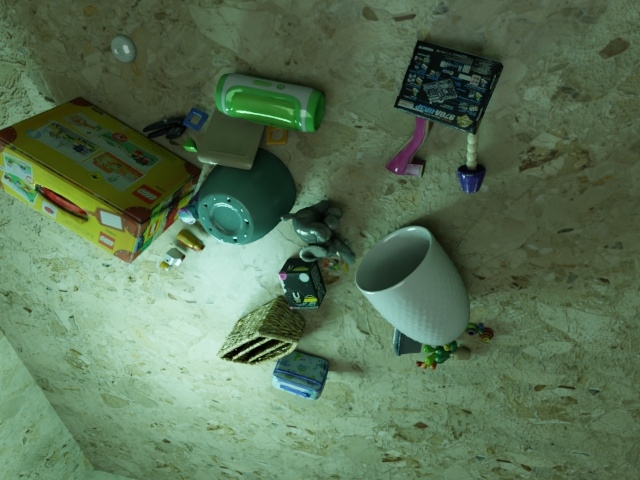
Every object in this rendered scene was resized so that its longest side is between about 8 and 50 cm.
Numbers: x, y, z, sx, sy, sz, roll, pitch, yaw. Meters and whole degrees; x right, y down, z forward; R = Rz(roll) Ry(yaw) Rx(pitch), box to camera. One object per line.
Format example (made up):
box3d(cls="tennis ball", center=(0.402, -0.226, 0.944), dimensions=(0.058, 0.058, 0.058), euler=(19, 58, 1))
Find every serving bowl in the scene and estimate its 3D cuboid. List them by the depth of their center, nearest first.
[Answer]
box3d(cls="serving bowl", center=(-0.614, -0.589, 1.435), dimensions=(0.083, 0.027, 0.083), euler=(10, 126, 13))

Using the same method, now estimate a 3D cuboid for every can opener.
box3d(cls="can opener", center=(-0.517, -0.370, 1.530), dimensions=(0.186, 0.073, 0.059), euler=(3, 132, 29))

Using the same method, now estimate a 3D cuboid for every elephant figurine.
box3d(cls="elephant figurine", center=(0.000, 0.000, 1.544), dimensions=(0.186, 0.169, 0.239), euler=(36, 150, 30))

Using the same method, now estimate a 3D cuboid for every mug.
box3d(cls="mug", center=(0.287, 0.165, 1.497), dimensions=(0.328, 0.276, 0.374), euler=(49, 155, -23))

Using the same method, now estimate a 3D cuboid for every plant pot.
box3d(cls="plant pot", center=(-0.255, -0.122, 1.491), dimensions=(0.293, 0.235, 0.293), euler=(10, 125, 14))

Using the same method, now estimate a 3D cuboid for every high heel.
box3d(cls="high heel", center=(0.248, -0.295, 1.305), dimensions=(0.117, 0.082, 0.244), euler=(16, 131, 20))

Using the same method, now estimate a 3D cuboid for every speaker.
box3d(cls="speaker", center=(-0.144, -0.397, 1.337), dimensions=(0.296, 0.131, 0.131), euler=(14, 126, 10))

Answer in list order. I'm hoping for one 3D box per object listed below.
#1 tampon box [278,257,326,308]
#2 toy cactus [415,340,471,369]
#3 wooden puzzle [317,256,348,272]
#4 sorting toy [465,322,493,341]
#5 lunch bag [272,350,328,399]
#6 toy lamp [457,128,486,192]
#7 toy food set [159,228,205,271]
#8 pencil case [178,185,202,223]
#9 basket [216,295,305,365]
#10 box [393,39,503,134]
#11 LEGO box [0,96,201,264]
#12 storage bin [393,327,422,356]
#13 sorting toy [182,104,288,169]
box3d(cls="tampon box", center=(-0.064, 0.156, 1.690), dimensions=(0.120, 0.101, 0.161), euler=(-5, 120, 21))
box3d(cls="toy cactus", center=(0.452, 0.399, 1.688), dimensions=(0.180, 0.112, 0.219), euler=(10, 125, -10))
box3d(cls="wooden puzzle", center=(0.041, 0.082, 1.659), dimensions=(0.116, 0.014, 0.079), euler=(6, 124, 17))
box3d(cls="sorting toy", center=(0.553, 0.324, 1.620), dimensions=(0.102, 0.042, 0.061), euler=(13, 126, 12))
box3d(cls="lunch bag", center=(-0.082, 0.553, 1.915), dimensions=(0.219, 0.176, 0.090), euler=(16, 126, 10))
box3d(cls="toy lamp", center=(0.412, -0.260, 1.259), dimensions=(0.080, 0.080, 0.275), euler=(2, 123, 19))
box3d(cls="toy food set", center=(-0.516, 0.047, 1.771), dimensions=(0.104, 0.111, 0.232), euler=(37, 124, -6))
box3d(cls="pencil case", center=(-0.424, -0.127, 1.599), dimensions=(0.064, 0.152, 0.070), euler=(7, 134, 20))
box3d(cls="basket", center=(-0.223, 0.406, 1.840), dimensions=(0.299, 0.223, 0.213), euler=(-32, 107, 32))
box3d(cls="box", center=(0.315, -0.383, 1.164), dimensions=(0.220, 0.051, 0.175), euler=(25, 108, 21))
box3d(cls="LEGO box", center=(-0.708, -0.209, 1.508), dimensions=(0.500, 0.372, 0.193), euler=(31, 127, -2))
box3d(cls="storage bin", center=(0.320, 0.348, 1.691), dimensions=(0.091, 0.098, 0.135), euler=(2, 111, -4))
box3d(cls="sorting toy", center=(-0.264, -0.316, 1.430), dimensions=(0.347, 0.196, 0.047), euler=(11, 166, 13))
